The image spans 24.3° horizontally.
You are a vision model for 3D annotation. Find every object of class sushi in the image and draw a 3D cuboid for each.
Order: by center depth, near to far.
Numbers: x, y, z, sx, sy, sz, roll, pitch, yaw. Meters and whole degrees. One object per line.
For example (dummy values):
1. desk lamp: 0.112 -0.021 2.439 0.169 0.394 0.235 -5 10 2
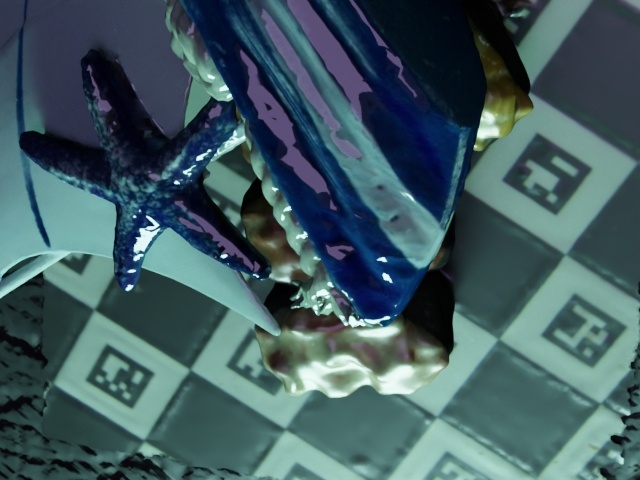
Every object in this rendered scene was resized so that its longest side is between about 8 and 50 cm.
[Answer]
1. sushi: 0.000 0.000 0.578 0.264 0.050 0.290 10 120 11

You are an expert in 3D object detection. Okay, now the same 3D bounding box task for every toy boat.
1. toy boat: -0.055 -0.033 0.529 0.210 0.070 0.291 46 130 17
